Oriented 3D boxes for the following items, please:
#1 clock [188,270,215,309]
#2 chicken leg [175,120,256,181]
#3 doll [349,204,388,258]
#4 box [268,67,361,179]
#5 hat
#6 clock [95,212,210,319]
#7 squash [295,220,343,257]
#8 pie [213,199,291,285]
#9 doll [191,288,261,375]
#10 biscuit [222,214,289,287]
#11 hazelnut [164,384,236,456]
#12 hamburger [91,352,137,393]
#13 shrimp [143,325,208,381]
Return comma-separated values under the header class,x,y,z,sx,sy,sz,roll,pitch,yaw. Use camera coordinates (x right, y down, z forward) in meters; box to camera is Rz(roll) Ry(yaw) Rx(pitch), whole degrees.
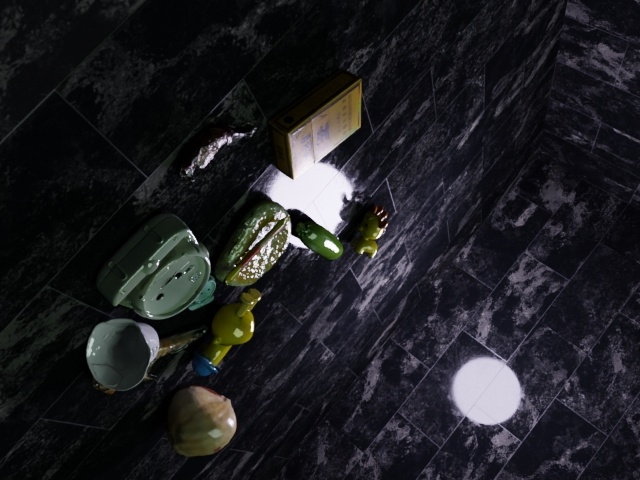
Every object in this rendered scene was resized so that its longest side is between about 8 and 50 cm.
class,x,y,z,sx,sy,sz,roll,pitch,yaw
clock,-0.362,0.143,1.718,0.101,0.041,0.135,-24,142,-45
chicken leg,-0.258,-0.239,1.408,0.253,0.051,0.106,-40,157,-27
doll,0.215,-0.040,2.355,0.135,0.143,0.221,15,115,-26
box,-0.009,-0.339,1.655,0.301,0.084,0.193,-41,152,-23
hat,-0.517,0.292,1.531,0.203,0.203,0.126,-58,173,10
clock,-0.408,0.091,1.499,0.265,0.108,0.324,-49,154,-9
squash,0.000,0.000,2.080,0.101,0.101,0.379,-53,153,0
pie,-0.204,0.013,1.794,0.323,0.070,0.323,-41,152,-28
doll,-0.313,0.318,1.911,0.363,0.145,0.199,-54,168,21
biscuit,-0.193,0.027,1.717,0.292,0.026,0.048,-48,175,-17
hazelnut,-0.421,0.638,2.013,0.241,0.261,0.261,-24,142,-47
hamburger,-0.582,0.374,1.606,0.176,0.087,0.102,-42,176,-47
shrimp,-0.478,0.365,1.807,0.262,0.051,0.198,-24,149,-41
